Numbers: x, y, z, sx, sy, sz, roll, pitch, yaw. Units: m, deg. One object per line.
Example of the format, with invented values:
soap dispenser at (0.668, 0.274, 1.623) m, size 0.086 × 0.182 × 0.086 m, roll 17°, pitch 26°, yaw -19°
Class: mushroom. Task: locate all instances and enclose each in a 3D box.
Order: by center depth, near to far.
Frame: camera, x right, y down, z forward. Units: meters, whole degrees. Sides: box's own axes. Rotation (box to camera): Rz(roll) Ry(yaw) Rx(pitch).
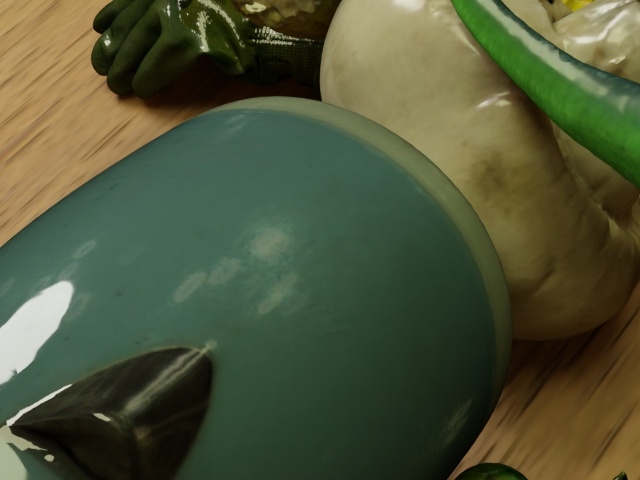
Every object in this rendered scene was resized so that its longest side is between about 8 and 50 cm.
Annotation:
mushroom at (0.133, -0.078, 0.720) m, size 0.234 × 0.260 × 0.254 m, roll -25°, pitch 26°, yaw 26°

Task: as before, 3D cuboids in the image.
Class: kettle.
kettle at (-0.100, 0.119, 0.562) m, size 0.247 × 0.319 × 0.342 m, roll 42°, pitch 36°, yaw 6°

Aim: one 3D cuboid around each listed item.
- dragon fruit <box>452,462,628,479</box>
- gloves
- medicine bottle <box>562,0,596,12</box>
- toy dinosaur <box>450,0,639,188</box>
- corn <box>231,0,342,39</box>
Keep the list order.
dragon fruit at (0.137, 0.219, 0.534) m, size 0.268 × 0.130 × 0.295 m, roll 26°, pitch 54°, yaw 35°
gloves at (-0.084, -0.173, 0.989) m, size 0.268 × 0.107 × 0.135 m, roll 6°, pitch 21°, yaw 24°
medicine bottle at (0.232, -0.137, 0.843) m, size 0.213 × 0.121 × 0.122 m, roll 20°, pitch 57°, yaw 31°
toy dinosaur at (0.281, -0.057, 0.461) m, size 0.374 × 0.144 × 0.499 m, roll -38°, pitch 79°, yaw 33°
corn at (0.034, -0.223, 0.889) m, size 0.131 × 0.131 × 0.344 m, roll 7°, pitch 21°, yaw 22°
